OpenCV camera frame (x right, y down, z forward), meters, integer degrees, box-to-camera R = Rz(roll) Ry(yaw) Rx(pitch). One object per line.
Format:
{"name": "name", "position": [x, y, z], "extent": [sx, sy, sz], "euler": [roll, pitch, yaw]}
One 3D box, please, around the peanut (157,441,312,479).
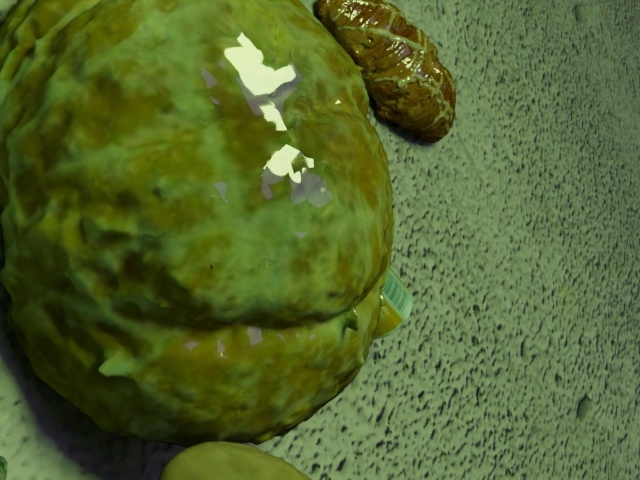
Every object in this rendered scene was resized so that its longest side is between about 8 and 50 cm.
{"name": "peanut", "position": [-0.050, 0.305, 0.638], "extent": [0.192, 0.169, 0.387], "euler": [5, 68, -15]}

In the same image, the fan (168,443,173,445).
{"name": "fan", "position": [-0.090, 0.129, 0.848], "extent": [0.083, 0.004, 0.056], "euler": [-36, 104, -55]}

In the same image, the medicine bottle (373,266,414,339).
{"name": "medicine bottle", "position": [0.000, 0.000, 0.986], "extent": [0.218, 0.074, 0.074], "euler": [49, 39, -34]}

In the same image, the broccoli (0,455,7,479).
{"name": "broccoli", "position": [-0.158, 0.201, 0.574], "extent": [0.154, 0.160, 0.167], "euler": [70, 11, -45]}

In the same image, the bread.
{"name": "bread", "position": [0.085, -0.183, 1.201], "extent": [0.233, 0.076, 0.105], "euler": [42, 41, -35]}

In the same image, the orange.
{"name": "orange", "position": [-0.077, -0.048, 0.754], "extent": [0.271, 0.210, 0.368], "euler": [-12, 81, -33]}
